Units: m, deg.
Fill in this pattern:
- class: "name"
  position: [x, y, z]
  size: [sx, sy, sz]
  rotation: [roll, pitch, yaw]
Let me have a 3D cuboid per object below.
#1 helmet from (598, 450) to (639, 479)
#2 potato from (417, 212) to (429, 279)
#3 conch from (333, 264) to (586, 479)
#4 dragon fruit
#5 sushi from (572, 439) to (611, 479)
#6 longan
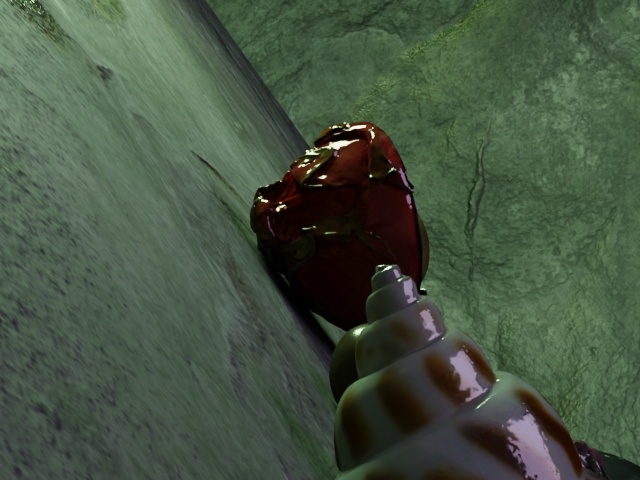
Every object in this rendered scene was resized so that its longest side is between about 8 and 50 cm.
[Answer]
- class: "helmet"
  position: [0.331, 0.330, 2.140]
  size: [0.279, 0.160, 0.230]
  rotation: [44, -6, -7]
- class: "potato"
  position: [0.055, 0.000, 2.344]
  size: [0.157, 0.157, 0.194]
  rotation: [51, -9, -26]
- class: "conch"
  position: [0.092, 0.153, 1.260]
  size: [0.275, 0.149, 0.183]
  rotation: [49, 10, 14]
- class: "dragon fruit"
  position: [0.001, -0.002, 1.816]
  size: [0.224, 0.148, 0.218]
  rotation: [-140, -139, -66]
- class: "sushi"
  position: [0.208, 0.277, 1.413]
  size: [0.270, 0.171, 0.236]
  rotation: [49, 4, 4]
- class: "longan"
  position: [0.056, 0.120, 1.549]
  size: [0.113, 0.092, 0.113]
  rotation: [52, 14, -19]
